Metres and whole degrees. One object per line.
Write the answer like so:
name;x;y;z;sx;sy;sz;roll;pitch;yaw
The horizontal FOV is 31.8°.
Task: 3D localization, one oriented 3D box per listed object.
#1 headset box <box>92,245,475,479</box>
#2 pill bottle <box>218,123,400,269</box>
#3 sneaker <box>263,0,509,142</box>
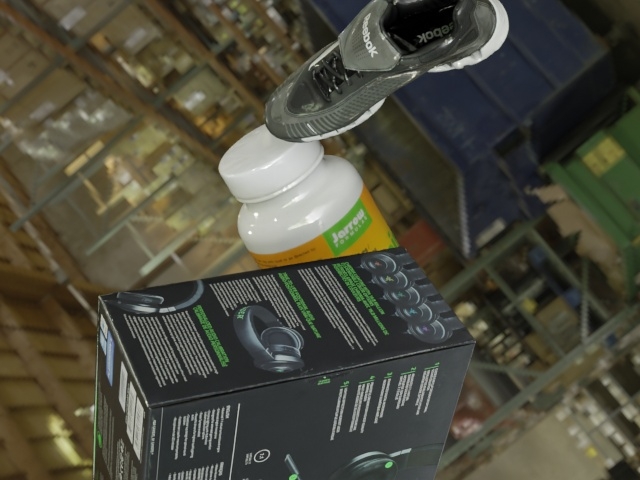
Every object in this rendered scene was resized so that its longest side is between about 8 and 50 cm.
headset box;-0.030;0.150;0.914;0.131;0.283;0.246;-124;34;-45
pill bottle;0.000;0.000;1.149;0.245;0.136;0.136;59;180;-27
sneaker;0.043;-0.160;0.966;0.106;0.234;0.078;20;-132;-68
